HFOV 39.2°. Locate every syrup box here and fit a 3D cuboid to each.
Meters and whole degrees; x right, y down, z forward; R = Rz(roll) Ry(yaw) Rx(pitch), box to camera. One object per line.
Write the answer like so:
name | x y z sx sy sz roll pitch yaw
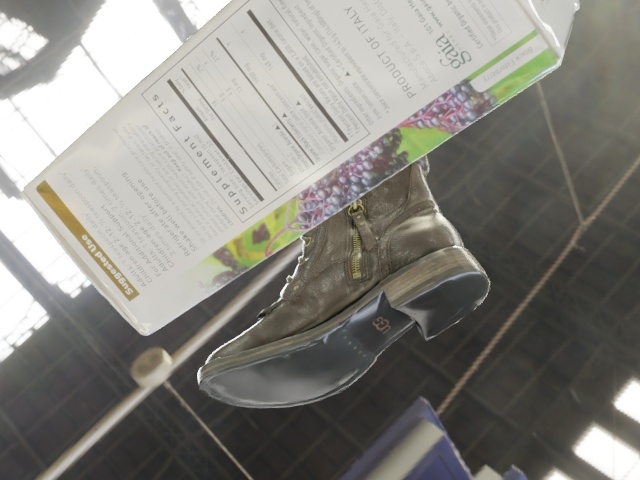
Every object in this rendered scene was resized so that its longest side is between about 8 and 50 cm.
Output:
syrup box | -0.014 -0.061 0.401 0.237 0.096 0.093 -34 -170 30

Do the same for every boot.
boot | 0.000 0.000 0.757 0.263 0.091 0.229 -25 -128 4
